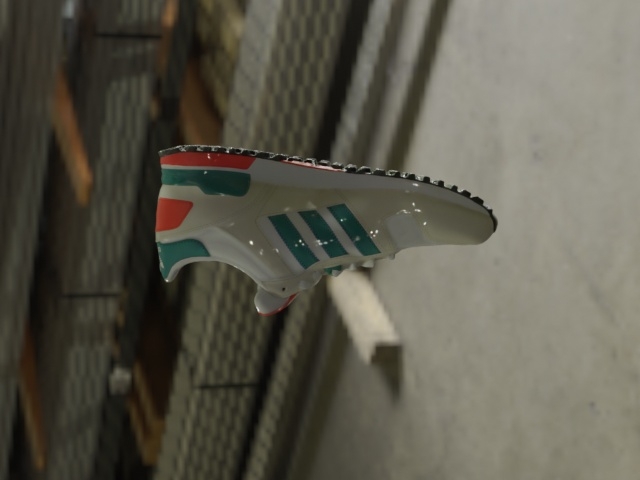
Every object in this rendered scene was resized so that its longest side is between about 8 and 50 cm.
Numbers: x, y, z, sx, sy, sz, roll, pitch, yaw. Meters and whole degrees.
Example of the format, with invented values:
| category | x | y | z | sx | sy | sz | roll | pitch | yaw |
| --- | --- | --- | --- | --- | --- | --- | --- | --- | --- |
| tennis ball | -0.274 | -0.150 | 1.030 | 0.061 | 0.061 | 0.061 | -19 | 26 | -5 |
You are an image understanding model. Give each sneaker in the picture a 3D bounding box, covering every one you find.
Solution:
| category | x | y | z | sx | sy | sz | roll | pitch | yaw |
| --- | --- | --- | --- | --- | --- | --- | --- | --- | --- |
| sneaker | 0.000 | 0.000 | 0.744 | 0.057 | 0.161 | 0.075 | -90 | 8 | -87 |
